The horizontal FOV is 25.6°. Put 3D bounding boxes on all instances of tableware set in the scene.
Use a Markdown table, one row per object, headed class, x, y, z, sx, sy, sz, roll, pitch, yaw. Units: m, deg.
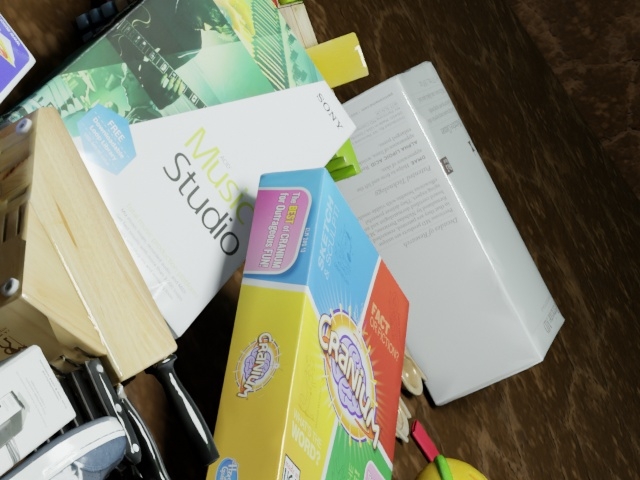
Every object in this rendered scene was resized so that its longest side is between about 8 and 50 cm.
| class | x | y | z | sx | sy | sz | roll | pitch | yaw |
| --- | --- | --- | --- | --- | --- | --- | --- | --- | --- |
| tableware set | 0.074 | 0.142 | 1.610 | 0.141 | 0.020 | 0.168 | 57 | 23 | -14 |

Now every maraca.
| class | x | y | z | sx | sy | sz | roll | pitch | yaw |
| --- | --- | --- | --- | --- | --- | --- | --- | --- | --- |
| maraca | 0.141 | 0.297 | 1.490 | 0.185 | 0.099 | 0.127 | 77 | 2 | -60 |

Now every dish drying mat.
| class | x | y | z | sx | sy | sz | roll | pitch | yaw |
| --- | --- | --- | --- | --- | --- | --- | --- | --- | --- |
| dish drying mat | 0.129 | 0.248 | 1.627 | 0.083 | 0.008 | 0.032 | 56 | 22 | -14 |

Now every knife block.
| class | x | y | z | sx | sy | sz | roll | pitch | yaw |
| --- | --- | --- | --- | --- | --- | --- | --- | --- | --- |
| knife block | -0.172 | 0.068 | 1.065 | 0.242 | 0.088 | 0.275 | 44 | 28 | -41 |

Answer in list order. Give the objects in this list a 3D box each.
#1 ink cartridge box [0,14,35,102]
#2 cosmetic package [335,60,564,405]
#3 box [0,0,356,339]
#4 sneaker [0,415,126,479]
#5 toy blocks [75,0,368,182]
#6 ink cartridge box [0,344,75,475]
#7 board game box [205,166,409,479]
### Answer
| class | x | y | z | sx | sy | sz | roll | pitch | yaw |
| --- | --- | --- | --- | --- | --- | --- | --- | --- | --- |
| ink cartridge box | -0.322 | -0.171 | 1.059 | 0.206 | 0.045 | 0.208 | 55 | 22 | -19 |
| cosmetic package | 0.142 | -0.012 | 1.754 | 0.385 | 0.156 | 0.217 | 60 | 20 | -3 |
| box | -0.119 | -0.097 | 1.245 | 0.232 | 0.058 | 0.322 | 55 | 47 | -19 |
| sneaker | -0.165 | 0.219 | 0.869 | 0.163 | 0.086 | 0.226 | 53 | 39 | 0 |
| toy blocks | -0.122 | -0.208 | 1.408 | 0.261 | 0.191 | 0.381 | -26 | 97 | -55 |
| ink cartridge box | -0.228 | 0.125 | 0.859 | 0.056 | 0.099 | 0.135 | 62 | 23 | -5 |
| board game box | -0.002 | 0.133 | 1.224 | 0.242 | 0.064 | 0.316 | 55 | 36 | -51 |
